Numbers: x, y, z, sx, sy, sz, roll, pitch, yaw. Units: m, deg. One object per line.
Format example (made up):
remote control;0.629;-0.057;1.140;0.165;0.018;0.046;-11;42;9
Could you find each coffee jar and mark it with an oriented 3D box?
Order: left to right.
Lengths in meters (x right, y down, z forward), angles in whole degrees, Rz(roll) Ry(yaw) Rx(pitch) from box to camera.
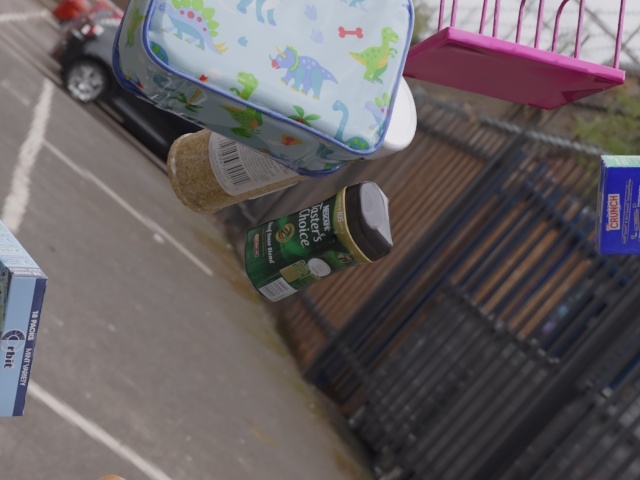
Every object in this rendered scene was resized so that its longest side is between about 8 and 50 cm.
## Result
coffee jar;0.000;0.000;1.420;0.079;0.184;0.096;48;28;-40

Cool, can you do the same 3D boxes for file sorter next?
file sorter;0.280;-0.328;1.734;0.291;0.182;0.202;10;-9;-20

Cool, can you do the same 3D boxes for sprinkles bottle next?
sprinkles bottle;-0.046;-0.132;1.544;0.355;0.121;0.121;-16;-43;39

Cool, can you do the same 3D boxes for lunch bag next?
lunch bag;-0.039;-0.162;0.907;0.219;0.176;0.090;21;-20;-24

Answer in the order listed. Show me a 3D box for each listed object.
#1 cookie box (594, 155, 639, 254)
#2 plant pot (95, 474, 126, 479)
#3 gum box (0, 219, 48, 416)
cookie box;0.325;-0.034;1.132;0.107;0.091;0.040;1;20;3
plant pot;-0.345;0.501;1.795;0.291;0.203;0.291;36;-34;29
gum box;-0.348;0.075;1.235;0.041;0.157;0.184;3;20;-34
